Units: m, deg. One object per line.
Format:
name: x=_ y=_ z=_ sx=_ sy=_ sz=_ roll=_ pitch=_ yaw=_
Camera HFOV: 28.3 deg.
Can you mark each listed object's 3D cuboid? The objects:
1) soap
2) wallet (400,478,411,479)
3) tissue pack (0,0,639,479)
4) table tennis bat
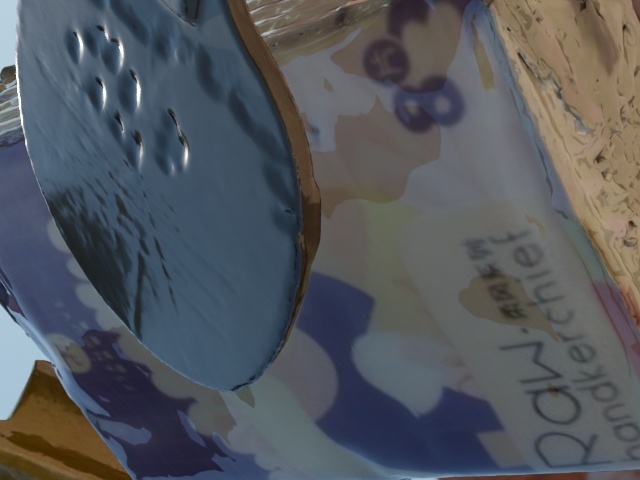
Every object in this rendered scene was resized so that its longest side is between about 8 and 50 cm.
soap: x=-0.147 y=0.261 z=1.073 sx=0.281 sy=0.259 sz=0.143 roll=17 pitch=-141 yaw=7
wallet: x=0.001 y=0.119 z=1.029 sx=0.245 sy=0.168 sz=0.052 roll=39 pitch=-130 yaw=-22
tissue pack: x=0.000 y=0.000 z=0.598 sx=0.242 sy=0.343 sz=0.125 roll=60 pitch=-138 yaw=-23
table tennis bat: x=-0.040 y=-0.048 z=0.333 sx=0.022 sy=0.234 sz=0.131 roll=-29 pitch=-116 yaw=-32
